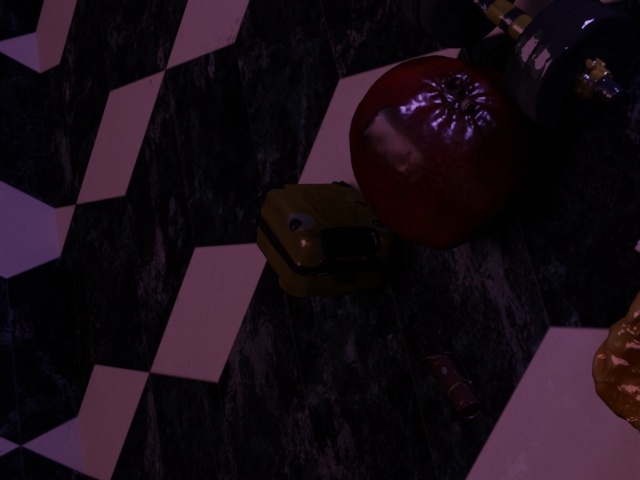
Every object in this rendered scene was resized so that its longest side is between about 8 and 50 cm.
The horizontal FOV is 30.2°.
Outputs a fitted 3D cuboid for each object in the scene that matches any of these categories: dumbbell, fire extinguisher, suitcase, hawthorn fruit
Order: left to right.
[{"bbox_3d":[0.000,0.000,2.059,0.235,0.194,0.143,53,138,48],"label":"suitcase"},{"bbox_3d":[0.169,-0.112,1.746,0.307,0.265,0.265,103,152,-46],"label":"hawthorn fruit"},{"bbox_3d":[0.204,0.215,1.836,0.056,0.039,0.132,-39,45,8],"label":"fire extinguisher"},{"bbox_3d":[0.263,-0.297,1.610,0.388,0.185,0.185,45,125,32],"label":"dumbbell"}]

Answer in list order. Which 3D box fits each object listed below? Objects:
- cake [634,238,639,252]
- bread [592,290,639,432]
[{"bbox_3d":[0.435,-0.035,1.477,0.051,0.055,0.140,22,103,64],"label":"cake"},{"bbox_3d":[0.436,0.083,1.356,0.132,0.167,0.294,45,125,24],"label":"bread"}]
